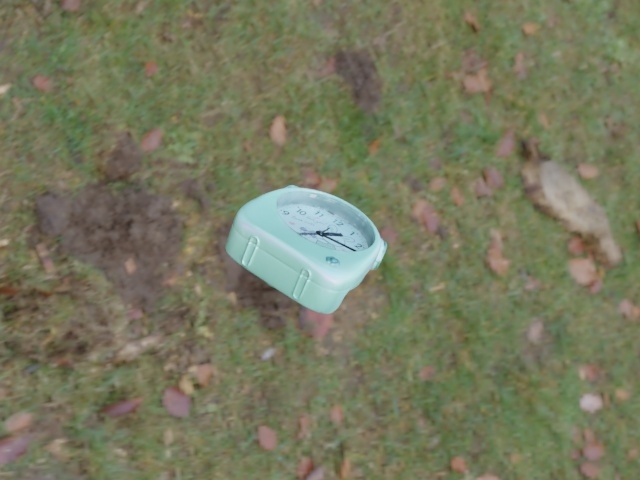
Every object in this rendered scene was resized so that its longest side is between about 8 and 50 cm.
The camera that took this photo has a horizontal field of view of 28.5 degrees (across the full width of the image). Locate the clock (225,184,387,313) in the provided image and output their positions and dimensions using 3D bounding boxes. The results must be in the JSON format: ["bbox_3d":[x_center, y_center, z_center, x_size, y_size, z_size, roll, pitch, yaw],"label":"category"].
[{"bbox_3d":[0.000,0.000,0.950,0.101,0.041,0.135,33,29,17],"label":"clock"}]
